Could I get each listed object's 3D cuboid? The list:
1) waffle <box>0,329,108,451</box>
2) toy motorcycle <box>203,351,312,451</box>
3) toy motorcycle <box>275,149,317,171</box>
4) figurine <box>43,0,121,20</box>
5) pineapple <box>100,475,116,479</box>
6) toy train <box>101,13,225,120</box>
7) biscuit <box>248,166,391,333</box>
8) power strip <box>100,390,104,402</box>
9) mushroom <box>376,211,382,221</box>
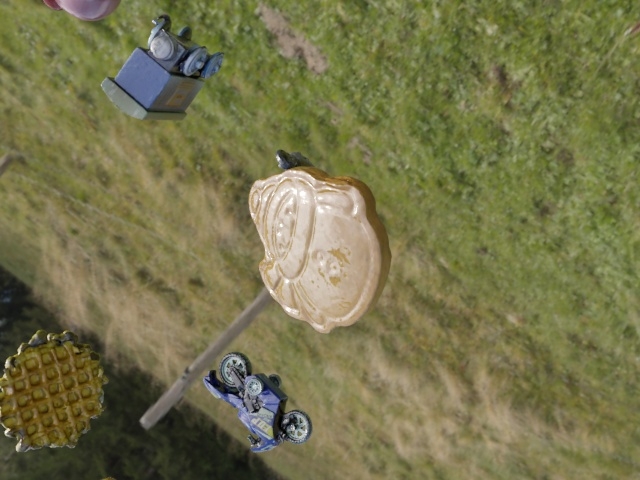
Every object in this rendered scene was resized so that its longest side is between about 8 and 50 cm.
[{"bbox_3d":[-0.700,0.389,1.877,0.062,0.329,0.329,-6,136,46],"label":"waffle"},{"bbox_3d":[-0.164,0.417,1.793,0.315,0.169,0.113,39,-168,22],"label":"toy motorcycle"},{"bbox_3d":[-0.030,-0.147,1.793,0.225,0.073,0.152,49,-163,-12],"label":"toy motorcycle"},{"bbox_3d":[-0.537,-0.597,1.662,0.173,0.173,0.173,33,161,12],"label":"figurine"},{"bbox_3d":[-0.600,0.676,1.821,0.135,0.233,0.079,64,-173,-60],"label":"pineapple"},{"bbox_3d":[-0.315,-0.348,1.505,0.131,0.202,0.299,39,-169,0],"label":"toy train"},{"bbox_3d":[-0.017,0.015,1.345,0.351,0.057,0.312,23,118,40],"label":"biscuit"},{"bbox_3d":[-0.639,0.429,2.009,0.035,0.055,0.083,27,139,44],"label":"power strip"},{"bbox_3d":[0.016,0.024,1.726,0.302,0.233,0.208,-5,132,17],"label":"mushroom"}]
